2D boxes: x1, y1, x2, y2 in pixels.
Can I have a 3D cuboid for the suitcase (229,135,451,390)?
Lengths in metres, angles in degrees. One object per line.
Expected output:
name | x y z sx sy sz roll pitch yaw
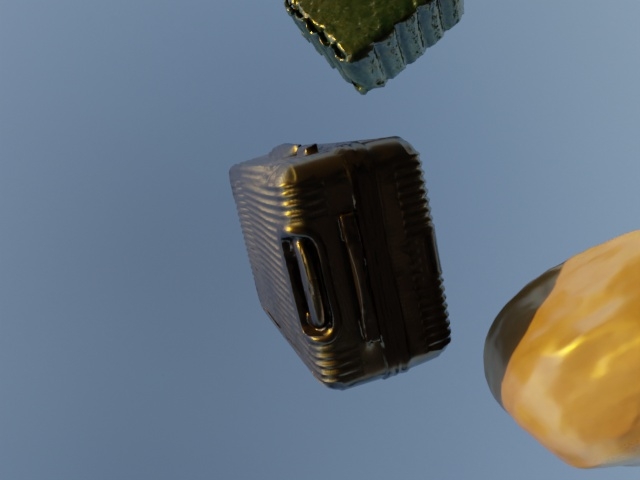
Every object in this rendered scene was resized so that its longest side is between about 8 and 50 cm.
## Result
suitcase | 0.000 0.000 0.514 0.128 0.312 0.202 -16 -78 -14

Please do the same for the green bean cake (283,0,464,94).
green bean cake | 0.079 -0.331 0.726 0.208 0.107 0.193 -39 -121 6

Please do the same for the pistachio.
pistachio | 0.235 0.074 0.388 0.157 0.229 0.157 32 -151 -20
